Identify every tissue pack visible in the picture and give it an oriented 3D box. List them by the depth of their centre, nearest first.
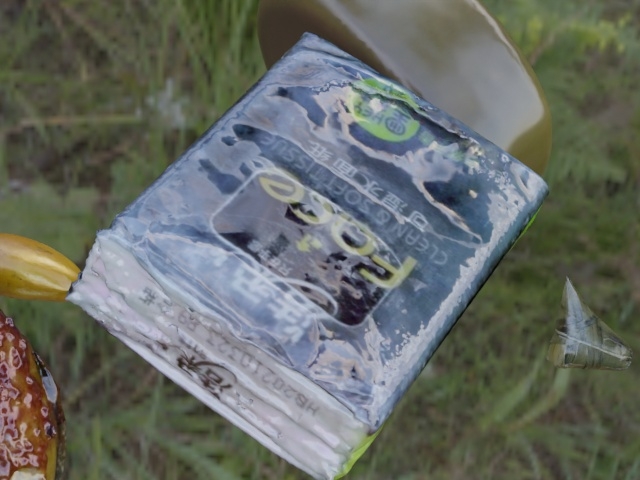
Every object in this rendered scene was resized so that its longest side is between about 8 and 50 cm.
[{"bbox_3d":[0.000,0.000,1.040,0.173,0.073,0.235,35,43,6],"label":"tissue pack"}]

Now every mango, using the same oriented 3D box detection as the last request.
[{"bbox_3d":[-0.216,0.024,1.450,0.089,0.046,0.060,20,13,5],"label":"mango"}]

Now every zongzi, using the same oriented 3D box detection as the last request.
[{"bbox_3d":[0.245,0.074,1.736,0.076,0.083,0.040,4,11,-19],"label":"zongzi"}]

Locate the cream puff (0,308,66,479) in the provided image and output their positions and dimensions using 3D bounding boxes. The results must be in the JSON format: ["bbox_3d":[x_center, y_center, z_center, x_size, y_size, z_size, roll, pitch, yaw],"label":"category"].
[{"bbox_3d":[-0.279,0.133,1.271,0.240,0.240,0.164,18,23,12],"label":"cream puff"}]

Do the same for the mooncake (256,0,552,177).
[{"bbox_3d":[0.066,-0.100,1.369,0.117,0.235,0.235,-37,59,-26],"label":"mooncake"}]
